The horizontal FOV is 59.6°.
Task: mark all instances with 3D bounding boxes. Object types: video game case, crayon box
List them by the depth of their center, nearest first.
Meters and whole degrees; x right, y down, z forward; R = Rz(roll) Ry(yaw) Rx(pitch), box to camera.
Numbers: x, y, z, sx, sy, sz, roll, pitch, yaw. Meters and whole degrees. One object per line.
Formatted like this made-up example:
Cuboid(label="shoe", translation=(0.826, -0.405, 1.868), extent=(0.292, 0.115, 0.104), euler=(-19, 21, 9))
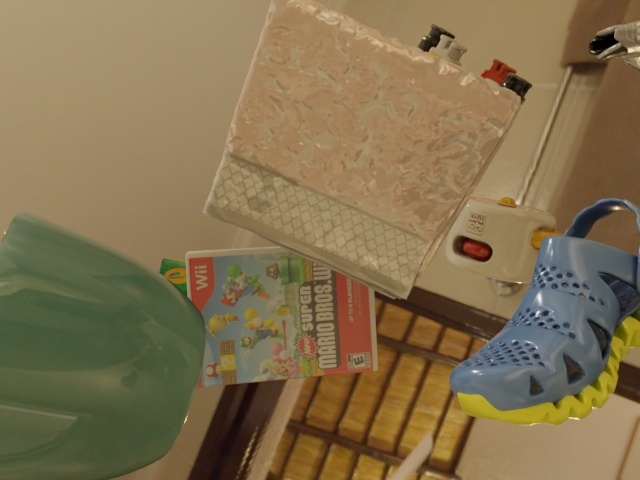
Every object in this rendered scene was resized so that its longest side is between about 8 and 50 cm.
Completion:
Cuboid(label="video game case", translation=(-0.056, 0.110, 0.858), extent=(0.285, 0.025, 0.204), euler=(-3, -89, -9))
Cuboid(label="crayon box", translation=(-0.208, 0.102, 1.051), extent=(0.165, 0.278, 0.081), euler=(12, -101, -7))

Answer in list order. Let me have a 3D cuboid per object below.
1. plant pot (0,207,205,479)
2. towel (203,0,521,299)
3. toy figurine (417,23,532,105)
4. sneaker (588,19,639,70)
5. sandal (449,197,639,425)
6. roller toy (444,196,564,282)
Cuboid(label="plant pot", translation=(-0.275, 0.139, 0.646), extent=(0.235, 0.293, 0.293), euler=(20, -92, -25))
Cuboid(label="towel", translation=(0.039, -0.110, 0.735), extent=(0.053, 0.331, 0.317), euler=(-71, 5, -69))
Cuboid(label="toy figurine", translation=(0.248, -0.269, 1.005), extent=(0.213, 0.210, 0.148), euler=(25, -63, -10))
Cuboid(label="sneaker", translation=(0.600, -0.386, 1.103), extent=(0.228, 0.132, 0.086), euler=(3, -94, -68))
Cuboid(label="sandal", translation=(0.230, 0.057, 0.520), extent=(0.317, 0.126, 0.138), euler=(-25, -83, -34))
Cuboid(label="roller toy", translation=(0.345, -0.011, 1.072), extent=(0.209, 0.191, 0.146), euler=(-73, -8, -79))
